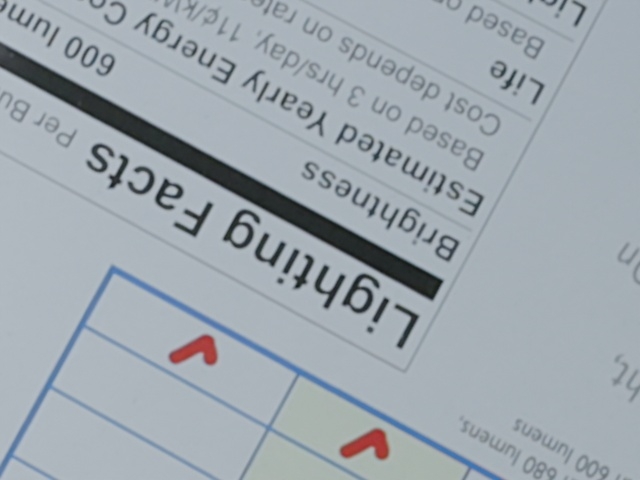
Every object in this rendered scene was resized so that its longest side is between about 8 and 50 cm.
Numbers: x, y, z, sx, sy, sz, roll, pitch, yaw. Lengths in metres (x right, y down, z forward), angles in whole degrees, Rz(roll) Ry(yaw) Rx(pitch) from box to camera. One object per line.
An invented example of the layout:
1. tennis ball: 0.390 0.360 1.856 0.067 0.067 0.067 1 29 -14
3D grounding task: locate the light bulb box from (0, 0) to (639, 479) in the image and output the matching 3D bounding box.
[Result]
1. light bulb box: 0.021 0.043 0.597 0.361 0.358 0.225 -61 -4 -2
